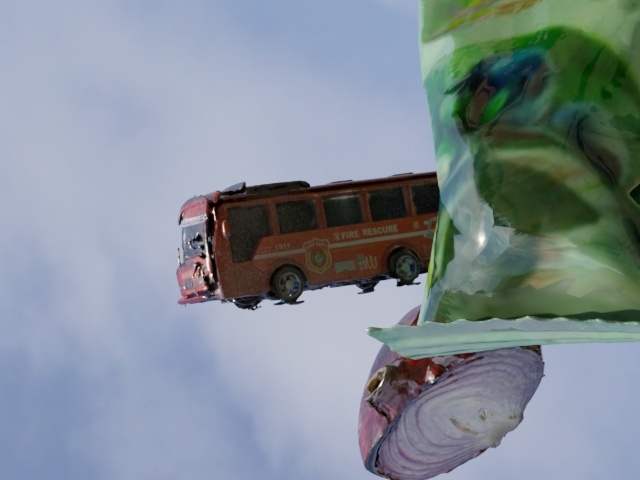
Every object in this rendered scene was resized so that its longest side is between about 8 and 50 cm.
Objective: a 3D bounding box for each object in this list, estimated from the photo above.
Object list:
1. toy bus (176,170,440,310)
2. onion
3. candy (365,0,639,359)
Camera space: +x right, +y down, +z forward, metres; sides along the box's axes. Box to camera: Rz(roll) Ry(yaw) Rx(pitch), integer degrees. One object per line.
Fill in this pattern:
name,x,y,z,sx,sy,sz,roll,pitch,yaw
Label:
toy bus,0.000,0.000,1.270,0.235,0.073,0.096,-6,-95,-31
onion,0.090,0.107,1.357,0.151,0.206,0.098,16,-139,-33
candy,0.175,-0.102,1.206,0.172,0.263,0.398,30,-123,-57
